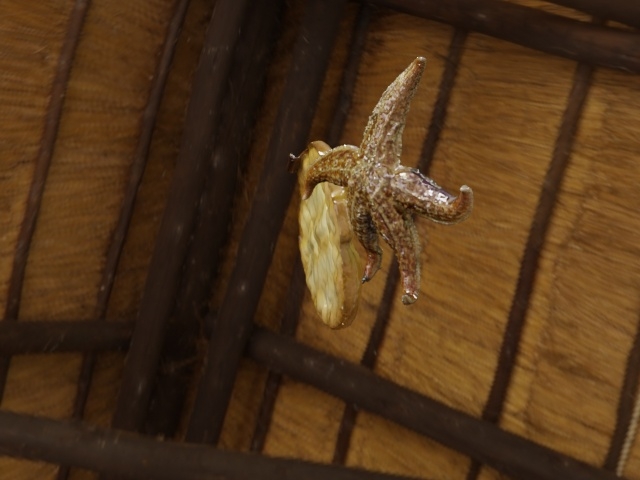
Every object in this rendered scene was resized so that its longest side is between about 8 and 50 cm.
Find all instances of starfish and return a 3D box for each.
[{"bbox_3d":[0.053,-0.054,0.992,0.057,0.213,0.238,-20,-55,-37],"label":"starfish"}]

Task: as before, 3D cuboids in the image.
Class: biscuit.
[{"bbox_3d":[0.005,-0.002,1.201,0.041,0.260,0.203,-13,-98,-10],"label":"biscuit"}]
